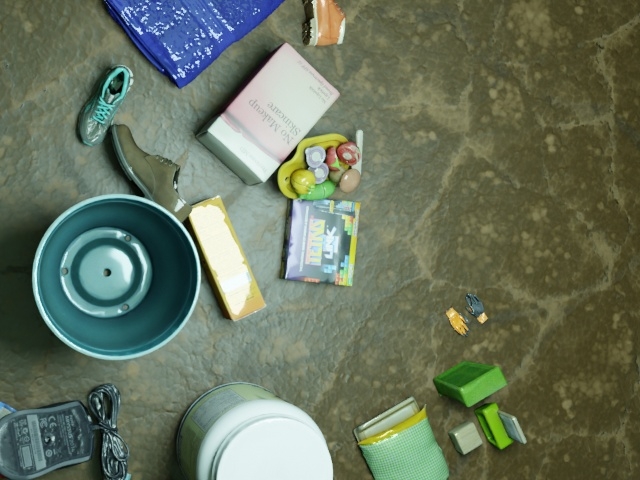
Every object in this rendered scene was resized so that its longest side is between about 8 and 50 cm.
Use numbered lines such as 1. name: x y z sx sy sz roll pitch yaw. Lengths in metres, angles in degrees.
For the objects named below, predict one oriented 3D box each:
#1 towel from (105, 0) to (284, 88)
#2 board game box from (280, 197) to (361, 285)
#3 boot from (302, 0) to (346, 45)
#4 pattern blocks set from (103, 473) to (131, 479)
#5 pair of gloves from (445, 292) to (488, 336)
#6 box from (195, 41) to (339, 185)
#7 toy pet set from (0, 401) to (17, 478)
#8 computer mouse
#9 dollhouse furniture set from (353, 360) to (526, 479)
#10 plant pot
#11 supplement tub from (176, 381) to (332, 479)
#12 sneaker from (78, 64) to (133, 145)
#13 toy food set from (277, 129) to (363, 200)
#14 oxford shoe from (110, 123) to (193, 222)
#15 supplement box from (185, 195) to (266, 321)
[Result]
1. towel: -0.233 -0.465 1.844 0.308 0.076 0.227 -43 108 -13
2. board game box: 0.000 0.000 1.923 0.141 0.048 0.170 6 88 -18
3. boot: 0.010 -0.465 1.926 0.085 0.059 0.158 -2 99 -20
4. pattern blocks set: -0.364 0.595 1.760 0.285 0.026 0.325 23 75 11
5. pair of gloves: 0.309 0.157 2.038 0.083 0.010 0.074 -37 100 -15
6. box: -0.101 -0.238 1.851 0.148 0.127 0.232 42 78 -13
7. toy pet set: -0.588 0.345 1.725 0.114 0.065 0.122 -58 138 -15
8. computer mouse: -0.477 0.361 1.728 0.272 0.072 0.188 2 76 -46
9. dollhouse furniture set: 0.243 0.400 1.943 0.301 0.151 0.197 -27 98 -15
10. plant pot: -0.368 0.059 1.700 0.272 0.255 0.271 0 90 -18
11. supplement tub: -0.121 0.389 1.739 0.235 0.325 0.235 0 90 -18
12. sneaker: -0.397 -0.254 1.785 0.065 0.076 0.166 24 83 -15
13. toy food set: 0.023 -0.134 1.857 0.218 0.071 0.128 -18 129 -37
14. oxford shoe: -0.309 -0.129 1.792 0.096 0.083 0.227 -33 84 -2
15. supplement box: -0.187 0.033 1.850 0.080 0.078 0.233 -26 98 -16
